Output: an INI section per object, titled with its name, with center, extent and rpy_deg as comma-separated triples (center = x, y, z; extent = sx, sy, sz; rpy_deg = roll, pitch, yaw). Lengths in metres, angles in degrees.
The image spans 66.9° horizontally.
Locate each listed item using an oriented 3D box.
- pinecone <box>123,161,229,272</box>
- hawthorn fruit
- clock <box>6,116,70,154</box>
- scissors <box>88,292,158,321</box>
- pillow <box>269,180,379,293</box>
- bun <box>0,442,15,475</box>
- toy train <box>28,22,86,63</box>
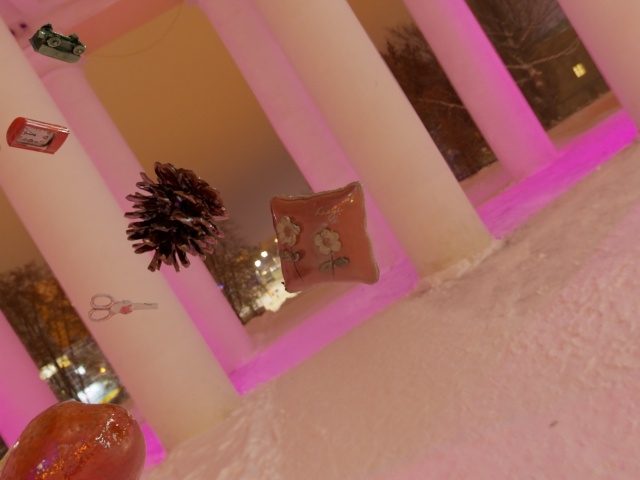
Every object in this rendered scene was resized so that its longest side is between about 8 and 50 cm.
[pinecone]
center = -0.347, -0.045, 1.169
extent = 0.264, 0.264, 0.264
rpy_deg = -32, 1, 1
[hawthorn fruit]
center = -0.372, 0.356, 0.710
extent = 0.196, 0.197, 0.226
rpy_deg = -31, 22, 26
[clock]
center = -0.920, -0.345, 1.572
extent = 0.113, 0.061, 0.155
rpy_deg = -39, -17, 23
[scissors]
center = -0.718, 0.246, 1.780
extent = 0.241, 0.030, 0.118
rpy_deg = 4, -61, -37
[pillow]
center = 0.000, 0.000, 0.792
extent = 0.179, 0.172, 0.075
rpy_deg = -7, 8, 27
[bun]
center = -0.676, 0.553, 1.126
extent = 0.229, 0.145, 0.230
rpy_deg = -36, 35, 31
[toy train]
center = -0.846, -0.631, 1.568
extent = 0.099, 0.070, 0.172
rpy_deg = -37, -11, 22
